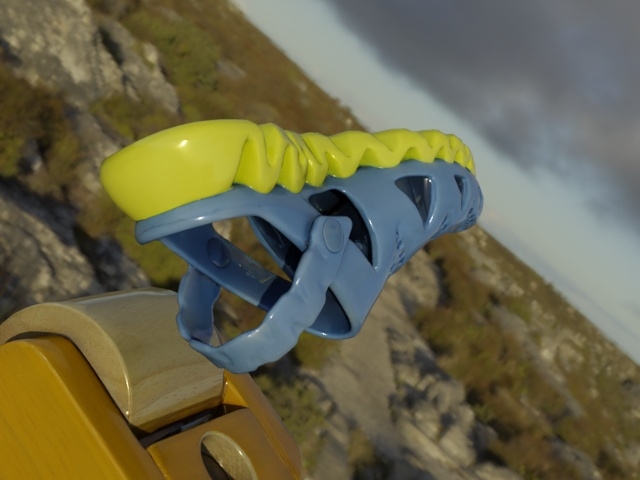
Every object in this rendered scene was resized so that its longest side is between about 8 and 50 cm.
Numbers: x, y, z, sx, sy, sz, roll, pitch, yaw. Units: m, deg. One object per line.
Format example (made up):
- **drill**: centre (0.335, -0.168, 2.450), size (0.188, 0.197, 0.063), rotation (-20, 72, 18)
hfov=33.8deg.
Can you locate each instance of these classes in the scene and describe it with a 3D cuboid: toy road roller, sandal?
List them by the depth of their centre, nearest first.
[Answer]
- **sandal**: centre (0.000, 0.000, 0.671), size (0.317, 0.126, 0.138), rotation (-8, 85, -48)
- **toy road roller**: centre (-0.133, 0.217, 0.706), size (0.329, 0.240, 0.202), rotation (57, 19, 11)
